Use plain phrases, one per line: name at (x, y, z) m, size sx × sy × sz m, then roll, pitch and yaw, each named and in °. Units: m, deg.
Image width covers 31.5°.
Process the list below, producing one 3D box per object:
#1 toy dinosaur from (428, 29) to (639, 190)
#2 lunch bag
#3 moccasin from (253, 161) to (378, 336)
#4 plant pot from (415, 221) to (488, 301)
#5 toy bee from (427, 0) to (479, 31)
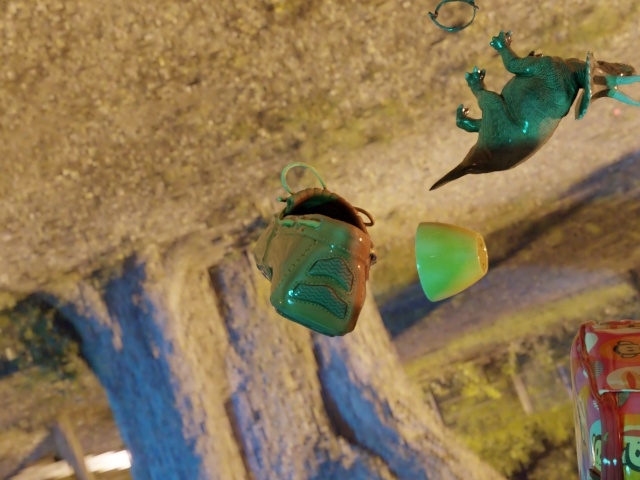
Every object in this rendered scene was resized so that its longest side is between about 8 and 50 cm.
toy dinosaur at (0.258, -0.168, 1.479) m, size 0.313 × 0.160 × 0.121 m, roll -39°, pitch 138°, yaw 8°
lunch bag at (0.301, 0.225, 1.052) m, size 0.120 × 0.258 × 0.293 m, roll -4°, pitch -165°, yaw 11°
moccasin at (-0.003, -0.001, 1.300) m, size 0.380 × 0.139 × 0.147 m, roll -82°, pitch -163°, yaw -85°
plant pot at (0.222, 0.029, 1.871) m, size 0.095 × 0.134 × 0.134 m, roll -9°, pitch 172°, yaw 21°
toy bee at (0.186, -0.484, 1.665) m, size 0.195 × 0.298 × 0.162 m, roll -28°, pitch 144°, yaw 3°
